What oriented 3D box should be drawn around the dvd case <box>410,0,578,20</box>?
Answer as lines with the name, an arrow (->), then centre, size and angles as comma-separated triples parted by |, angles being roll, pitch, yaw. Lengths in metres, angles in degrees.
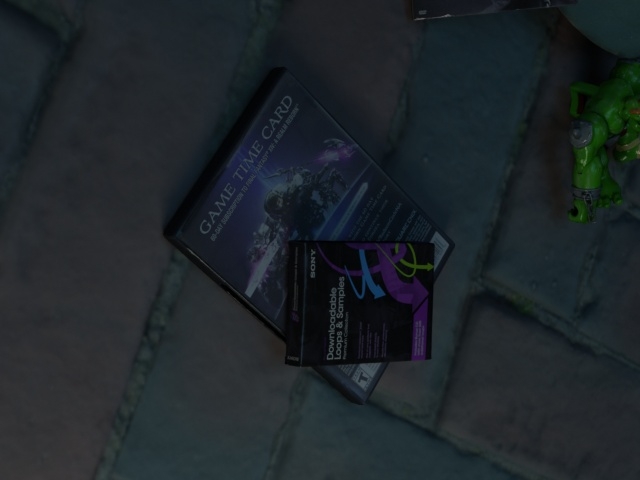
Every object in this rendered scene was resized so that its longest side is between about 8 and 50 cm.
dvd case -> 0.162, -0.332, 1.262 | 0.165, 0.018, 0.221 | -5, 105, 2

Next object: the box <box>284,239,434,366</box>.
box -> 0.039, 0.058, 1.223 | 0.162, 0.029, 0.116 | 0, 92, -36

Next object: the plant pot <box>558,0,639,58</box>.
plant pot -> 0.376, -0.357, 1.354 | 0.290, 0.195, 0.290 | 11, 72, -36

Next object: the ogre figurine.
ogre figurine -> 0.320, -0.119, 1.429 | 0.197, 0.097, 0.118 | -36, 132, -15

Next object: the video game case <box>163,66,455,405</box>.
video game case -> 0.000, 0.000, 1.224 | 0.274, 0.026, 0.196 | 44, 67, -30
